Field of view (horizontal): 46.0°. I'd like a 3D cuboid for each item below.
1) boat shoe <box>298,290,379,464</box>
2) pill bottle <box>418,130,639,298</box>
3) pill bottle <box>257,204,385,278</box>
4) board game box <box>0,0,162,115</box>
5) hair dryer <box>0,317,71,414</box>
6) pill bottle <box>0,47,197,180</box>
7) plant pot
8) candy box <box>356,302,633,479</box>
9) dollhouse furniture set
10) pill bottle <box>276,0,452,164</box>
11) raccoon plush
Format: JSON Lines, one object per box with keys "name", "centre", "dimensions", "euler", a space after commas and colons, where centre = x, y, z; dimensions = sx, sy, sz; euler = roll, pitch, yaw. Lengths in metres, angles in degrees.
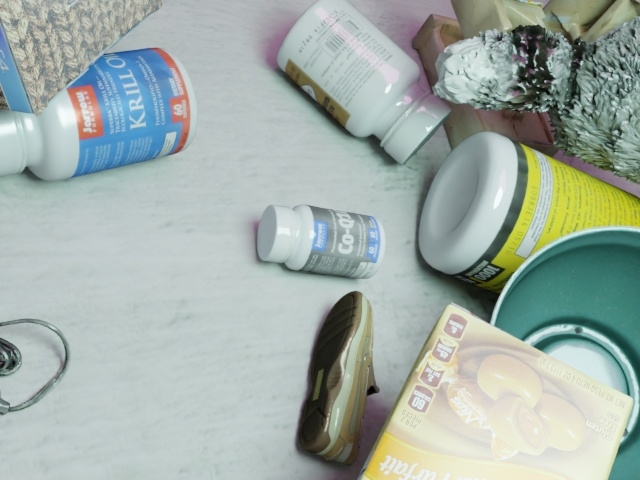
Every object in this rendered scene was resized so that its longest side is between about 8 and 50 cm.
{"name": "boat shoe", "centre": [0.031, 0.148, 0.815], "dimensions": [0.072, 0.068, 0.190], "euler": [31, 57, -23]}
{"name": "pill bottle", "centre": [0.314, 0.002, 0.985], "dimensions": [0.334, 0.188, 0.188], "euler": [21, 50, -15]}
{"name": "pill bottle", "centre": [0.000, 0.000, 0.883], "dimensions": [0.137, 0.078, 0.078], "euler": [8, 55, -25]}
{"name": "board game box", "centre": [-0.349, -0.261, 0.741], "dimensions": [0.291, 0.141, 0.232], "euler": [11, 44, 17]}
{"name": "hair dryer", "centre": [-0.375, 0.062, 0.627], "dimensions": [0.293, 0.080, 0.223], "euler": [-17, 68, -36]}
{"name": "pill bottle", "centre": [-0.254, -0.132, 0.803], "dimensions": [0.221, 0.124, 0.124], "euler": [-21, 70, -38]}
{"name": "plant pot", "centre": [0.309, 0.153, 0.836], "dimensions": [0.293, 0.196, 0.293], "euler": [0, 72, -1]}
{"name": "candy box", "centre": [0.118, 0.233, 0.634], "dimensions": [0.183, 0.087, 0.316], "euler": [27, 63, 9]}
{"name": "dollhouse furniture set", "centre": [0.333, -0.320, 1.083], "dimensions": [0.362, 0.394, 0.256], "euler": [4, 56, -27]}
{"name": "pill bottle", "centre": [0.062, -0.217, 1.036], "dimensions": [0.229, 0.131, 0.131], "euler": [43, 48, 4]}
{"name": "raccoon plush", "centre": [0.375, -0.095, 0.886], "dimensions": [0.446, 0.216, 0.299], "euler": [-9, 48, -9]}
